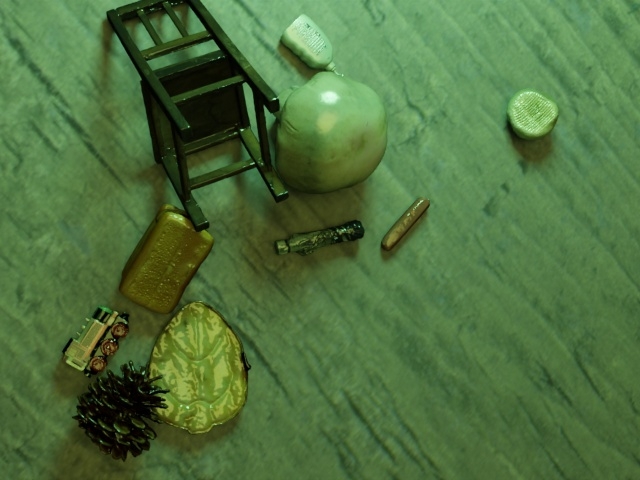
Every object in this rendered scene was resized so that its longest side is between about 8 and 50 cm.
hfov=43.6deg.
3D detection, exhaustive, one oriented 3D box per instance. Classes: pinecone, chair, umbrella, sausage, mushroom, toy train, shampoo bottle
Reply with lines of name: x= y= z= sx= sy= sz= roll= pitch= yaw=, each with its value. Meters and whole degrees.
pinecone: x=-0.351 y=0.299 z=1.453 sx=0.163 sy=0.163 sz=0.165 roll=37 pitch=92 yaw=-13
chair: x=-0.237 y=-0.257 z=1.507 sx=0.203 sy=0.416 sz=0.240 roll=-23 pitch=140 yaw=-15
umbrella: x=0.000 y=0.000 z=1.630 sx=0.188 sy=0.046 sz=0.050 roll=-14 pitch=97 yaw=-17
sausage: x=0.181 y=-0.038 z=1.692 sx=0.035 sy=0.030 sz=0.147 roll=43 pitch=78 yaw=-12
mushroom: x=-0.002 y=-0.217 z=1.559 sx=0.254 sy=0.234 sz=0.260 roll=-47 pitch=146 yaw=-18
toy train: x=-0.418 y=0.185 z=1.501 sx=0.087 sy=0.050 sz=0.138 roll=33 pitch=80 yaw=-10
shampoo bottle: x=-0.006 y=-0.386 z=1.635 sx=0.152 sy=0.045 sz=0.077 roll=43 pitch=76 yaw=-10

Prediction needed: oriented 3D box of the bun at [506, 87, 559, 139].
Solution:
bun: x=0.464 y=-0.277 z=1.761 sx=0.115 sy=0.069 sz=0.115 roll=0 pitch=89 yaw=4

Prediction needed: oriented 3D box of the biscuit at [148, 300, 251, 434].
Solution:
biscuit: x=-0.238 y=0.247 z=1.561 sx=0.203 sy=0.041 sz=0.260 roll=-2 pitch=88 yaw=-12

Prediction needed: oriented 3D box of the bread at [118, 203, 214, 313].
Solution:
bread: x=-0.291 y=0.036 z=1.506 sx=0.116 sy=0.077 sz=0.200 roll=27 pitch=106 yaw=-25
